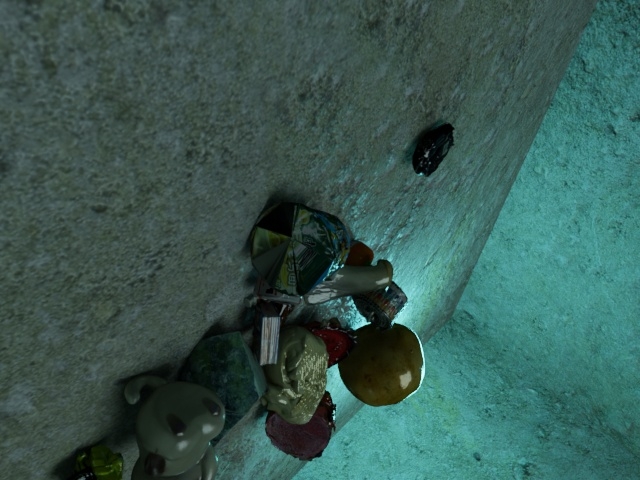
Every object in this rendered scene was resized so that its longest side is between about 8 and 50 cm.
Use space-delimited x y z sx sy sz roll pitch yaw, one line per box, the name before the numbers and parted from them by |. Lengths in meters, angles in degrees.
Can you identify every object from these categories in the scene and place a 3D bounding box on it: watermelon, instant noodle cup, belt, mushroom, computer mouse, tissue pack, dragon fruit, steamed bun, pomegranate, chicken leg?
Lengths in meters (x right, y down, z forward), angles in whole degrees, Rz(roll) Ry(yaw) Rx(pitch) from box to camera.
watermelon | -0.261 0.413 1.452 0.387 0.228 0.258 -59 163 25
instant noodle cup | -0.037 0.015 1.281 0.240 0.240 0.178 -60 159 17
belt | 0.231 0.260 2.037 0.160 0.207 0.295 -48 169 -17
mushroom | 0.083 0.126 1.602 0.328 0.122 0.159 -7 161 -11
computer mouse | 0.376 -0.311 1.686 0.241 0.077 0.146 -43 153 -26
tissue pack | -0.159 0.269 1.458 0.065 0.115 0.155 -1 106 -18
dragon fruit | -0.079 0.713 2.081 0.263 0.296 0.314 -76 -175 -63
steamed bun | -0.111 0.427 1.645 0.276 0.203 0.289 -59 143 -32
dragon fruit | 0.000 0.384 1.867 0.282 0.100 0.344 -4 138 -2
pomegranate | 0.286 0.560 2.250 0.416 0.416 0.417 -38 151 -26
chicken leg | -0.138 0.231 1.560 0.234 0.063 0.105 -55 158 2

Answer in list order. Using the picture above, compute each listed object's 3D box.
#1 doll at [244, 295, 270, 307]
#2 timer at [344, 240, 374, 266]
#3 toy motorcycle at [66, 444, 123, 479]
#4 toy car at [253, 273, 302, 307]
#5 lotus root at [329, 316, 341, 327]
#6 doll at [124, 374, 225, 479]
doll | -0.178 0.170 1.444 0.085 0.040 0.058 -42 140 -29
timer | 0.131 0.067 1.720 0.136 0.136 0.099 -33 154 -33
toy motorcycle | -0.580 0.678 1.320 0.206 0.142 0.342 -22 143 -45
toy car | -0.097 0.139 1.418 0.209 0.108 0.089 30 70 -60
lotus root | 0.028 0.418 2.049 0.203 0.078 0.183 -36 150 -33
doll | -0.367 0.526 1.266 0.215 0.226 0.371 -30 128 -59
